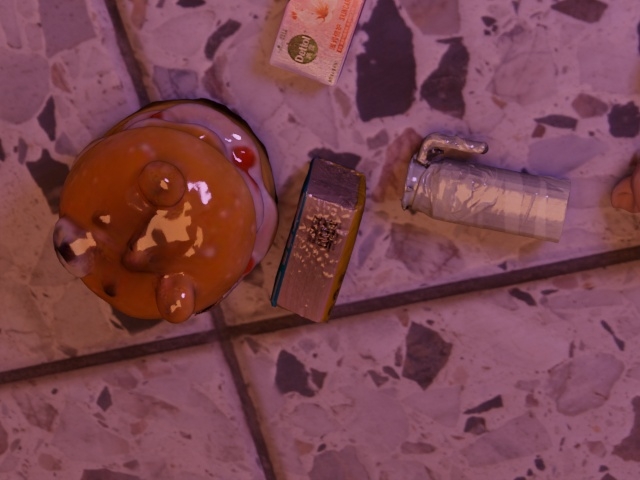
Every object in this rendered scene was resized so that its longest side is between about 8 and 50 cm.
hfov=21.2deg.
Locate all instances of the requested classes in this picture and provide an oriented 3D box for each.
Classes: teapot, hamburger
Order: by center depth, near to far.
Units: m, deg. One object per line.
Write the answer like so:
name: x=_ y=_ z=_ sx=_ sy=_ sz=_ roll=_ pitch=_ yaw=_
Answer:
teapot: x=0.202 y=-0.068 z=2.080 sx=0.200 sy=0.077 sz=0.107 roll=11 pitch=112 yaw=5
hamburger: x=-0.193 y=-0.023 z=2.081 sx=0.276 sy=0.237 sz=0.276 roll=3 pitch=112 yaw=8

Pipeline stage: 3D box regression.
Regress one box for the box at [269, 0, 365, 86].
box: x=-0.002 y=-0.258 z=2.045 sx=0.089 sy=0.043 sz=0.125 roll=18 pitch=115 yaw=1

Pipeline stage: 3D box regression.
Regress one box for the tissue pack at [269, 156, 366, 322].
tissue pack: x=0.000 y=0.000 z=2.120 sx=0.082 sy=0.120 sz=0.169 roll=16 pitch=114 yaw=-2

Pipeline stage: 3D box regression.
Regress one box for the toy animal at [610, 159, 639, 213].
toy animal: x=0.482 y=-0.029 z=2.016 sx=0.248 sy=0.149 sz=0.165 roll=40 pitch=98 yaw=-2
